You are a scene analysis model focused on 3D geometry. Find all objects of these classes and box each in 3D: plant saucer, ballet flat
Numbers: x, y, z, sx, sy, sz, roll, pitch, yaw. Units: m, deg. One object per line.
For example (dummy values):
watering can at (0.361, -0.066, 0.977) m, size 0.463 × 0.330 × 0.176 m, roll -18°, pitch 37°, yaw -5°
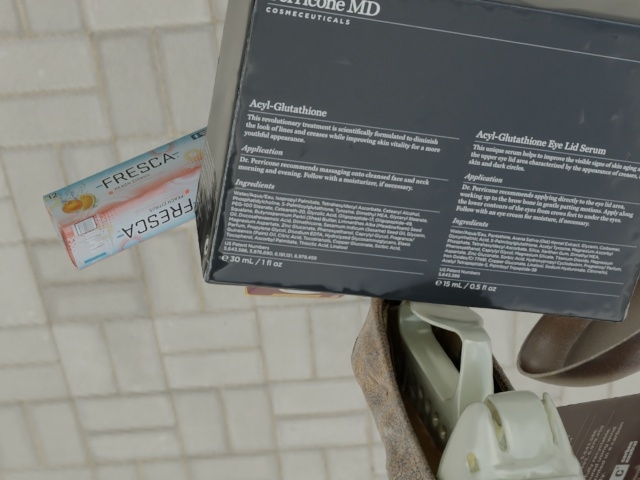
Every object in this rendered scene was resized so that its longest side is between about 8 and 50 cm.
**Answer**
plant saucer at (0.326, 0.045, 1.068) m, size 0.310 × 0.310 × 0.050 m, roll -40°, pitch 94°, yaw 23°
ballet flat at (0.088, 0.114, 0.648) m, size 0.108 × 0.316 × 0.106 m, roll 1°, pitch 118°, yaw -20°

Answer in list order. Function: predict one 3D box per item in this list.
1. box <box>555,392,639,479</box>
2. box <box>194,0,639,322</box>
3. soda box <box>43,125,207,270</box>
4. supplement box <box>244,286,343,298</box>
box at (0.236, 0.248, 0.940) m, size 0.191 × 0.143 × 0.381 m, roll 36°, pitch 157°, yaw -8°
box at (0.070, -0.064, 0.642) m, size 0.261 × 0.103 × 0.184 m, roll 6°, pitch 118°, yaw -14°
soda box at (-0.171, -0.043, 1.074) m, size 0.183 × 0.063 × 0.058 m, roll -25°, pitch 134°, yaw -17°
supplement box at (0.000, 0.000, 1.050) m, size 0.104 × 0.080 × 0.188 m, roll 3°, pitch 166°, yaw -19°
